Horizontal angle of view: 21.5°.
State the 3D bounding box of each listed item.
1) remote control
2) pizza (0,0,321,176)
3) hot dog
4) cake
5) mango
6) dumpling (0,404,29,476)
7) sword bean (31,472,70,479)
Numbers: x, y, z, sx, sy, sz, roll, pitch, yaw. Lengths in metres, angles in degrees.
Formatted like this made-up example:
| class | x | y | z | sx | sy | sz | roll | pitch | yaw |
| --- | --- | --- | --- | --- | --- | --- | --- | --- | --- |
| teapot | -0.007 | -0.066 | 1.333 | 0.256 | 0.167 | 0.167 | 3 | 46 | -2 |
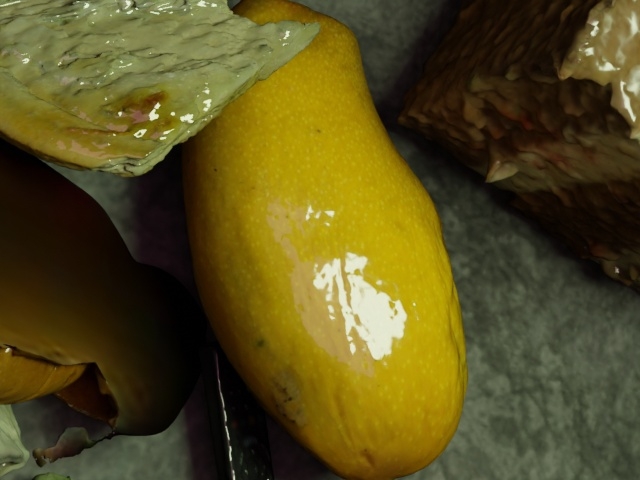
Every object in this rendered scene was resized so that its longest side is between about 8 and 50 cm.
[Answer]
| class | x | y | z | sx | sy | sz | roll | pitch | yaw |
| --- | --- | --- | --- | --- | --- | --- | --- | --- | --- |
| remote control | -0.050 | 0.191 | 1.187 | 0.025 | 0.063 | 0.245 | -10 | 86 | 22 |
| pizza | -0.116 | -0.125 | 1.095 | 0.262 | 0.034 | 0.181 | -16 | 60 | -26 |
| hot dog | -0.222 | 0.044 | 1.088 | 0.326 | 0.107 | 0.194 | 49 | 41 | -36 |
| cake | 0.257 | -0.119 | 1.184 | 0.290 | 0.256 | 0.282 | 38 | 76 | -17 |
| mango | -0.004 | -0.001 | 1.174 | 0.187 | 0.144 | 0.359 | -19 | 83 | -32 |
| dumpling | -0.286 | 0.118 | 1.108 | 0.169 | 0.100 | 0.134 | -23 | 79 | -18 |
| sword bean | -0.228 | 0.283 | 1.138 | 0.043 | 0.038 | 0.269 | 25 | 79 | -24 |
